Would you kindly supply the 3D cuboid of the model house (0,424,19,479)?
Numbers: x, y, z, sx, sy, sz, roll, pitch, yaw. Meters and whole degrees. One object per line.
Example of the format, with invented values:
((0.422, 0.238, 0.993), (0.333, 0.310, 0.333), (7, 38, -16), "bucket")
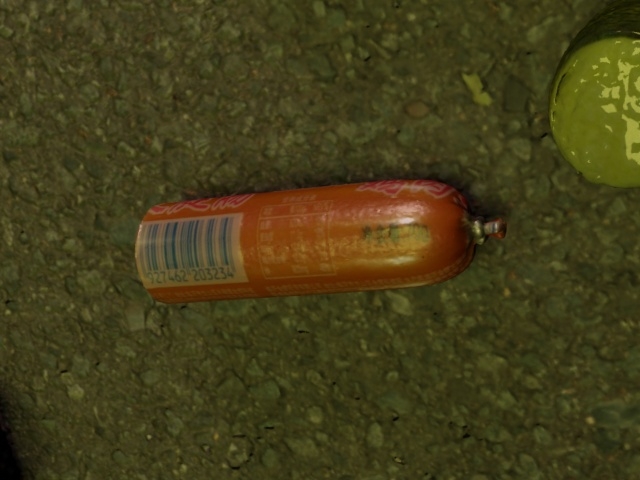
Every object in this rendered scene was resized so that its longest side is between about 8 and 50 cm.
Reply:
((-0.493, 0.263, 1.086), (0.298, 0.243, 0.284), (32, 115, -4), "model house")

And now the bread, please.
((0.217, -0.101, 0.708), (0.111, 0.114, 0.129), (-22, 96, 35), "bread")

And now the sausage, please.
((0.000, 0.000, 0.852), (0.312, 0.093, 0.093), (-5, 107, 25), "sausage")
